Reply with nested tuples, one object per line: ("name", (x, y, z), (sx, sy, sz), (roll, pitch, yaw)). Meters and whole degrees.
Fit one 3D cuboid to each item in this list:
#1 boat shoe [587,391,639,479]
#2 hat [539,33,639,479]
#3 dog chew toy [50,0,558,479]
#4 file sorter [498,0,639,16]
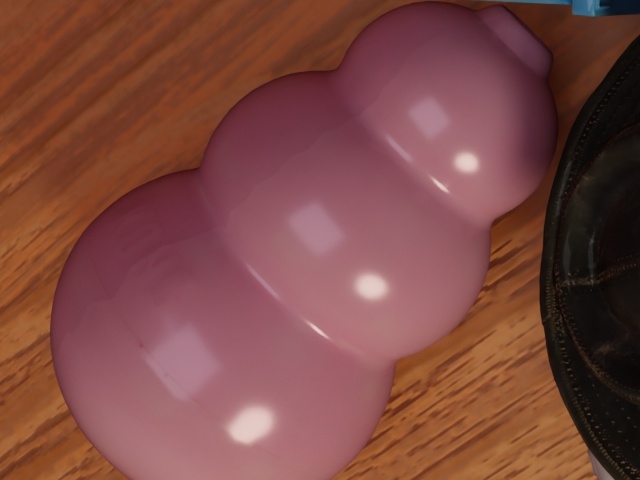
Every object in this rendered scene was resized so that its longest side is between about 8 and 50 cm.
("boat shoe", (0.276, 0.050, 0.742), (0.306, 0.113, 0.104), (-21, 77, 37))
("hat", (0.206, 0.001, 0.647), (0.331, 0.134, 0.331), (-8, 79, 43))
("dog chew toy", (0.000, 0.000, 0.801), (0.206, 0.206, 0.332), (47, 105, 9))
("file sorter", (0.119, -0.179, 0.731), (0.105, 0.170, 0.118), (7, 102, 24))
